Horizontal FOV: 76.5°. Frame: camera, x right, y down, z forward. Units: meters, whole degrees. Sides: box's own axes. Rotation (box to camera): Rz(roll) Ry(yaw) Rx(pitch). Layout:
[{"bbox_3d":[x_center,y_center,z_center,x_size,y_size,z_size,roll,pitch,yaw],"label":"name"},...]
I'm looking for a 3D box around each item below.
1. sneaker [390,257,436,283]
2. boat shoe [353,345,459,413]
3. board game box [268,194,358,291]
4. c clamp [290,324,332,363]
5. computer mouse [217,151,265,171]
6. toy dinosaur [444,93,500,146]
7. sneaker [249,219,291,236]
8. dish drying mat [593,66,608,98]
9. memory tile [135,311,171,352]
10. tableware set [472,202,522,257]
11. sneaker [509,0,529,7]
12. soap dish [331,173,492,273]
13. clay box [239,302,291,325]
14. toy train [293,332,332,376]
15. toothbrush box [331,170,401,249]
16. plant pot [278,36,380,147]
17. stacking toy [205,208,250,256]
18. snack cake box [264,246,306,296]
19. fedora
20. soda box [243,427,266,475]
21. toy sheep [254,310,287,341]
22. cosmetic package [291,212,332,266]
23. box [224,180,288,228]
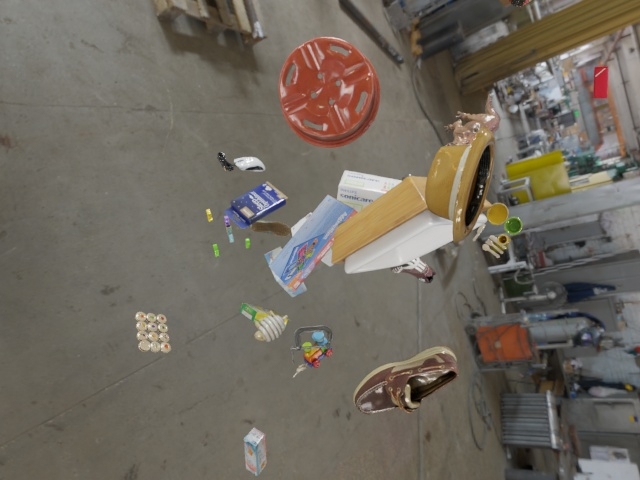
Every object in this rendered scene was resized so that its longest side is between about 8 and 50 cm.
[{"bbox_3d":[0.426,0.139,1.844,0.163,0.281,0.106,36,86,-3],"label":"sneaker"},{"bbox_3d":[0.247,0.433,1.191,0.123,0.342,0.123,58,13,-14],"label":"boat shoe"},{"bbox_3d":[-0.024,0.002,1.166,0.281,0.145,0.027,-50,128,-1],"label":"board game box"},{"bbox_3d":[-0.032,0.365,1.453,0.022,0.161,0.137,-106,-173,-76],"label":"c clamp"},{"bbox_3d":[-0.308,-0.314,1.630,0.193,0.042,0.106,-4,43,-35],"label":"computer mouse"},{"bbox_3d":[0.529,-0.366,1.367,0.295,0.200,0.127,-45,110,-6],"label":"toy dinosaur"},{"bbox_3d":[-0.235,-0.063,1.837,0.192,0.086,0.064,7,99,-31],"label":"sneaker"},{"bbox_3d":[0.703,-0.395,1.019,0.008,0.032,0.083,-45,130,-21],"label":"dish drying mat"},{"bbox_3d":[-0.551,0.301,1.338,0.113,0.012,0.147,22,33,-46],"label":"memory tile"},{"bbox_3d":[0.357,-0.042,0.887,0.024,0.103,0.154,5,33,-40],"label":"tableware set"},{"bbox_3d":[0.576,-0.757,1.193,0.088,0.093,0.225,60,9,-50],"label":"sneaker"},{"bbox_3d":[0.185,-0.032,0.890,0.229,0.291,0.118,-4,70,-39],"label":"soap dish"},{"bbox_3d":[-0.252,0.353,1.893,0.222,0.128,0.053,26,85,-43],"label":"clay box"},{"bbox_3d":[-0.060,0.582,2.080,0.248,0.105,0.143,-36,130,-24],"label":"toy train"},{"bbox_3d":[0.160,-0.086,1.463,0.122,0.207,0.283,-68,167,-53],"label":"toothbrush box"},{"bbox_3d":[0.017,-0.353,0.972,0.265,0.273,0.272,-77,145,-73],"label":"plant pot"},{"bbox_3d":[-0.423,-0.049,1.872,0.167,0.052,0.220,-13,108,-19],"label":"stacking toy"},{"bbox_3d":[-0.162,0.157,1.952,0.152,0.089,0.264,63,1,28],"label":"snack cake box"},{"bbox_3d":[0.225,-0.094,0.672,0.194,0.079,0.194,-36,135,-46],"label":"fedora"},{"bbox_3d":[-0.246,0.801,1.538,0.063,0.058,0.182,-36,136,-50],"label":"soda box"},{"bbox_3d":[-0.166,0.291,1.375,0.132,0.091,0.091,-35,110,-20],"label":"toy sheep"},{"bbox_3d":[0.000,0.000,1.682,0.231,0.117,0.085,35,26,-34],"label":"cosmetic package"},{"bbox_3d":[-0.257,-0.144,1.616,0.225,0.136,0.036,-35,148,-26],"label":"box"}]
